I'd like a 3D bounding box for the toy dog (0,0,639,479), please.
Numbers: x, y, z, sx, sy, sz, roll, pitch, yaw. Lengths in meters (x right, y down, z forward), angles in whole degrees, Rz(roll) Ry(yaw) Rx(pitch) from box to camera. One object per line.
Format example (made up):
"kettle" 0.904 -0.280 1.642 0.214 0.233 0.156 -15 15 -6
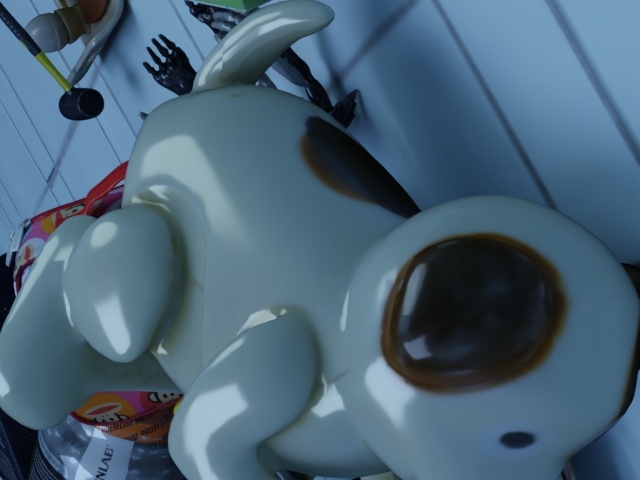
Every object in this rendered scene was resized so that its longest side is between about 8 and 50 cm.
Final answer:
"toy dog" 0.037 0.050 1.024 0.408 0.395 0.284 18 175 41

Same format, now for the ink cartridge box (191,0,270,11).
"ink cartridge box" -0.069 -0.241 1.166 0.209 0.109 0.062 24 138 59

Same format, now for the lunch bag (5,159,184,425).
"lunch bag" -0.165 0.035 1.480 0.120 0.293 0.258 -114 7 -61

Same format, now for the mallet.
"mallet" -0.336 -0.216 1.718 0.190 0.039 0.062 48 156 -17

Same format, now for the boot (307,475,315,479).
"boot" -0.078 0.279 1.660 0.095 0.262 0.203 35 150 16

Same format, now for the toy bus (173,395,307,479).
"toy bus" -0.071 0.143 1.412 0.211 0.149 0.220 27 109 9

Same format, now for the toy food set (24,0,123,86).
"toy food set" -0.349 -0.344 1.725 0.306 0.092 0.219 61 160 -1

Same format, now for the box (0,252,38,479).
"box" -0.276 0.144 1.820 0.179 0.343 0.313 43 152 39

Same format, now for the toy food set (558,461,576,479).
"toy food set" 0.195 0.204 1.173 0.192 0.038 0.132 162 88 -84

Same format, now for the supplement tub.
"supplement tub" -0.245 0.287 1.674 0.193 0.193 0.316 44 128 39

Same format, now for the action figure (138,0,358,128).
"action figure" -0.077 -0.123 1.269 0.141 0.164 0.276 30 -166 -42

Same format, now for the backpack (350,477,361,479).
"backpack" 0.014 0.396 1.573 0.273 0.290 0.355 47 168 -6
